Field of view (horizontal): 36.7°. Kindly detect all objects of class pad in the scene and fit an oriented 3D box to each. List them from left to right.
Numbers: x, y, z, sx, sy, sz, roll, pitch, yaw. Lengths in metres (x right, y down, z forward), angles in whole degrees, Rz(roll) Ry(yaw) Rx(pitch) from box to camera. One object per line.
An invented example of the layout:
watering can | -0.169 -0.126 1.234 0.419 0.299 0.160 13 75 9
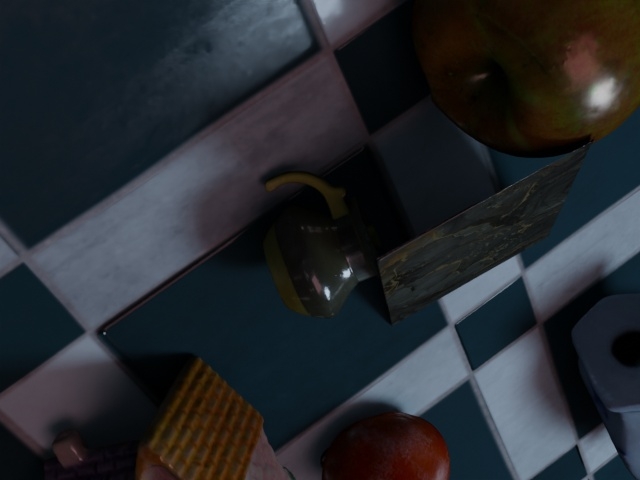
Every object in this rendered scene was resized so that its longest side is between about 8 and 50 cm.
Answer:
pad | 0.179 0.007 1.103 0.247 0.007 0.367 -30 164 -3

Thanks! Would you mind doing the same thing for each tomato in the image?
tomato | 0.093 0.320 1.331 0.187 0.151 0.187 -15 124 -22

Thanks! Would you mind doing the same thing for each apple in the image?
apple | 0.228 -0.214 0.993 0.226 0.246 0.246 -42 139 -27

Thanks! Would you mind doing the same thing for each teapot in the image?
teapot | 0.000 0.000 1.044 0.119 0.130 0.166 -22 102 4

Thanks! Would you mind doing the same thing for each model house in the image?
model house | -0.172 0.278 1.110 0.236 0.202 0.238 -13 112 21

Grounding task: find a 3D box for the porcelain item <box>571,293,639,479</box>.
porcelain item | 0.527 0.253 1.510 0.178 0.243 0.405 -27 140 13
